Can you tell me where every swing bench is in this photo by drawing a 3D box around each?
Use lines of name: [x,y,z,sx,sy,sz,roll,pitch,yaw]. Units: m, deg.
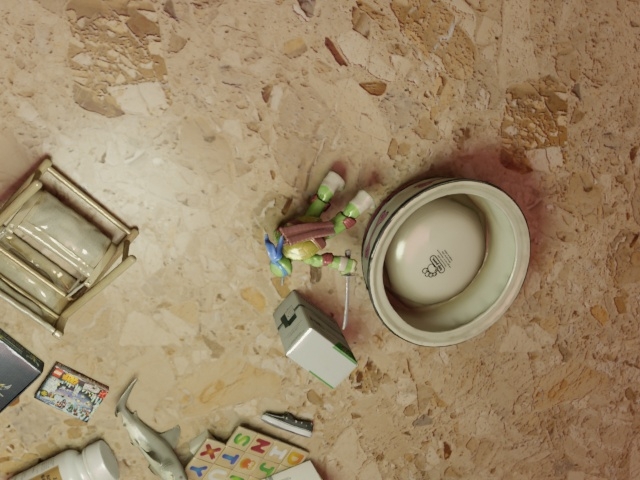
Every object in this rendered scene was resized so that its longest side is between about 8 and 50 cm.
swing bench: [-0.554,0.019,1.533,0.255,0.165,0.253,-44,114,8]

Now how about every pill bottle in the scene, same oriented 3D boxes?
pill bottle: [-0.591,0.558,1.716,0.229,0.131,0.131,-26,112,-5]

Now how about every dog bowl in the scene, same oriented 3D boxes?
dog bowl: [0.276,0.035,1.744,0.408,0.150,0.408,-7,112,-17]

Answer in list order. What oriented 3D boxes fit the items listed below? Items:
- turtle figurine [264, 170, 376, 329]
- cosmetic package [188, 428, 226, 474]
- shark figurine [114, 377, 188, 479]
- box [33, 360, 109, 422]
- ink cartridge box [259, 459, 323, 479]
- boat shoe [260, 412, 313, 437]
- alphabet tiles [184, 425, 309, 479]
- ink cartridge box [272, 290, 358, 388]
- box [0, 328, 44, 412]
turtle figurine: [0.000,0.000,1.672,0.266,0.198,0.274,-51,124,-11]
cosmetic package: [-0.268,0.529,1.837,0.060,0.041,0.115,-33,113,-4]
shark figurine: [-0.393,0.458,1.770,0.116,0.166,0.278,-37,97,-27]
box: [-0.569,0.348,1.707,0.137,0.027,0.094,32,97,-21]
ink cartridge box: [-0.117,0.709,1.871,0.283,0.117,0.207,-17,119,-15]
boat shoe: [-0.082,0.454,1.864,0.142,0.049,0.040,25,67,-19]
alphabet tiles: [-0.192,0.610,1.867,0.342,0.011,0.285,30,98,-32]
ink cartridge box: [-0.017,0.223,1.713,0.153,0.208,0.087,39,98,-22]
box: [-0.753,0.269,1.616,0.183,0.059,0.232,-42,113,1]
